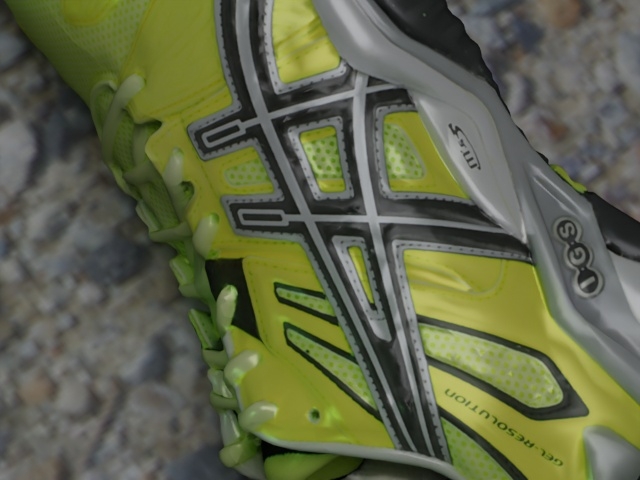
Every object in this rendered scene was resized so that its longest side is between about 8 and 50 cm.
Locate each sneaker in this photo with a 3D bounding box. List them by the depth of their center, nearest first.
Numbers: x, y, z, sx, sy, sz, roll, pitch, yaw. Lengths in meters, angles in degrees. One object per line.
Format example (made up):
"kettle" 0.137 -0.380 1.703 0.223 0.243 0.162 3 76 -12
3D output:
"sneaker" 0.000 0.000 0.681 0.384 0.145 0.147 43 69 10

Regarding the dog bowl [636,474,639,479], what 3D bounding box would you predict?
"dog bowl" 0.277 0.198 0.582 0.408 0.150 0.408 7 73 -25
